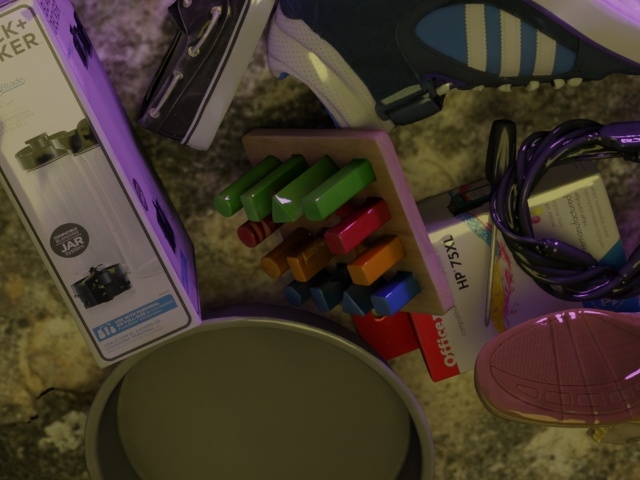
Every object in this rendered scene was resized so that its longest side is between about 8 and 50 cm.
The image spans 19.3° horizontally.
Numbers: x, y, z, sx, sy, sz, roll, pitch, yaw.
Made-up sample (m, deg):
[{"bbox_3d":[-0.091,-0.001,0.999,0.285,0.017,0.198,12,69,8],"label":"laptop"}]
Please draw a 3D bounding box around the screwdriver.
[{"bbox_3d":[0.139,-0.012,1.492,0.024,0.025,0.170,3,98,-2],"label":"screwdriver"}]

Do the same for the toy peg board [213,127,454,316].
[{"bbox_3d":[0.000,0.000,1.488,0.079,0.161,0.161,-38,117,-34],"label":"toy peg board"}]

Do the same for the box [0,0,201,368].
[{"bbox_3d":[-0.193,-0.068,1.445,0.087,0.169,0.290,-24,111,4],"label":"box"}]

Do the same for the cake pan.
[{"bbox_3d":[-0.050,0.169,1.580,0.293,0.054,0.293,2,124,3],"label":"cake pan"}]

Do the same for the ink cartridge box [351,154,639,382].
[{"bbox_3d":[0.134,0.027,1.562,0.231,0.078,0.134,-20,111,2],"label":"ink cartridge box"}]

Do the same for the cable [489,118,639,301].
[{"bbox_3d":[0.221,-0.022,1.490,0.184,0.047,0.151,-6,114,-12],"label":"cable"}]

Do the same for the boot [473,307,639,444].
[{"bbox_3d":[0.227,0.116,1.533,0.262,0.203,0.095,-10,76,-16],"label":"boot"}]

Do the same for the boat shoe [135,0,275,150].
[{"bbox_3d":[-0.082,-0.175,1.462,0.070,0.078,0.219,19,110,-14],"label":"boat shoe"}]

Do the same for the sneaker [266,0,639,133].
[{"bbox_3d":[0.114,-0.155,1.485,0.322,0.130,0.236,17,134,-31],"label":"sneaker"}]
